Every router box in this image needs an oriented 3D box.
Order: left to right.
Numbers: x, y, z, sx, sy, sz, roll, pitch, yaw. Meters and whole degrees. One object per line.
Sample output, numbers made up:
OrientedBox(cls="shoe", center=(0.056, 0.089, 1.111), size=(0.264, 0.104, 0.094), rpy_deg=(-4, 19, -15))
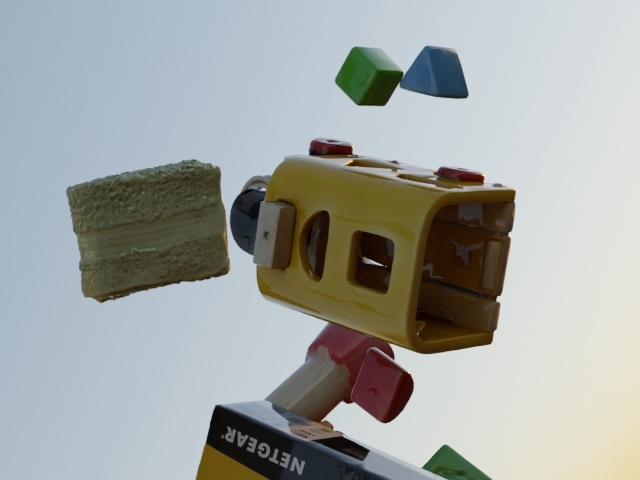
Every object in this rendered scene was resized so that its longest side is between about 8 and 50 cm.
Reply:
OrientedBox(cls="router box", center=(0.019, 0.299, 1.093), size=(0.081, 0.309, 0.242), rpy_deg=(5, -79, -57))

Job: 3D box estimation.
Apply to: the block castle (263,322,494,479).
OrientedBox(cls="block castle", center=(0.143, 0.301, 1.293), size=(0.213, 0.453, 0.303), rpy_deg=(-40, -26, -32))

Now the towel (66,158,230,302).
OrientedBox(cls="towel", center=(-0.144, -0.011, 1.123), size=(0.148, 0.110, 0.027), rpy_deg=(-11, 4, -35))

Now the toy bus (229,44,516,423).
OrientedBox(cls="toy bus", center=(0.009, -0.003, 0.745), size=(0.104, 0.191, 0.202), rpy_deg=(-3, -32, -48))
